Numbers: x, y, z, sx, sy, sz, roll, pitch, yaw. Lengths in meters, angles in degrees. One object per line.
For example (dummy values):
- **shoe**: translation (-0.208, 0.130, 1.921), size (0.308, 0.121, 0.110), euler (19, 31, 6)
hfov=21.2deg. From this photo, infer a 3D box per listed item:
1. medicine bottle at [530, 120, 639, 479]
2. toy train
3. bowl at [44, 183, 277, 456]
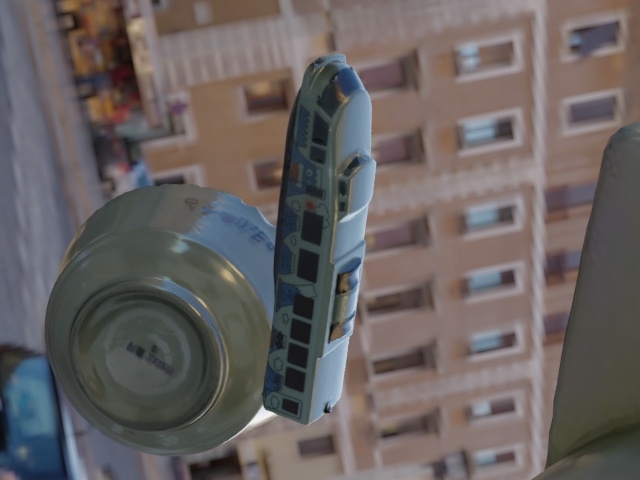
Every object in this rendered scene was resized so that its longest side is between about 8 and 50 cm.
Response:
- **medicine bottle**: translation (0.122, 0.191, 0.451), size (0.236, 0.235, 0.406), euler (-107, -163, -56)
- **toy train**: translation (0.000, 0.000, 0.922), size (0.043, 0.047, 0.208), euler (-34, 137, -53)
- **bowl**: translation (-0.115, 0.071, 1.267), size (0.112, 0.211, 0.211), euler (-52, 134, -69)
